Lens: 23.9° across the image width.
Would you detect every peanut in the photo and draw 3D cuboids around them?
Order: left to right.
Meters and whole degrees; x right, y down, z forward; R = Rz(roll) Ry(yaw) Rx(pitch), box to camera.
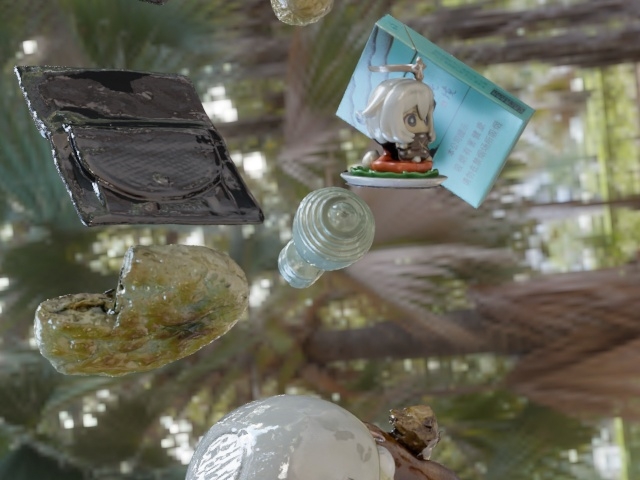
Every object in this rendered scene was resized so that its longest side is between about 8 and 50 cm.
[{"bbox_3d":[-0.028,-0.337,2.011,0.194,0.083,0.093,-118,34,-70],"label":"peanut"}]

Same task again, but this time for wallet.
[{"bbox_3d":[-0.228,-0.121,1.872,0.323,0.247,0.041,59,138,44],"label":"wallet"}]

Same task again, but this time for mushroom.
[{"bbox_3d":[0.081,0.360,2.065,0.163,0.297,0.278,-69,5,-64],"label":"mushroom"}]

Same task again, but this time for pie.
[{"bbox_3d":[-0.247,0.108,2.202,0.337,0.337,0.075,68,-176,-61],"label":"pie"}]

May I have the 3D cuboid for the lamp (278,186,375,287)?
[{"bbox_3d":[0.000,0.000,1.977,0.193,0.106,0.106,136,136,-60],"label":"lamp"}]

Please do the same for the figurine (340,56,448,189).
[{"bbox_3d":[0.087,-0.141,1.790,0.132,0.132,0.154,-39,-49,-79],"label":"figurine"}]

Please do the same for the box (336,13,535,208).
[{"bbox_3d":[0.144,-0.164,1.945,0.041,0.229,0.162,-44,-15,-46],"label":"box"}]

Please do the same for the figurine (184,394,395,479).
[{"bbox_3d":[0.026,0.329,1.479,0.394,0.226,0.274,38,-111,-33],"label":"figurine"}]

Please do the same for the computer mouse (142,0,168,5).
[{"bbox_3d":[-0.240,-0.361,2.031,0.135,0.047,0.079,-4,-123,-46],"label":"computer mouse"}]
